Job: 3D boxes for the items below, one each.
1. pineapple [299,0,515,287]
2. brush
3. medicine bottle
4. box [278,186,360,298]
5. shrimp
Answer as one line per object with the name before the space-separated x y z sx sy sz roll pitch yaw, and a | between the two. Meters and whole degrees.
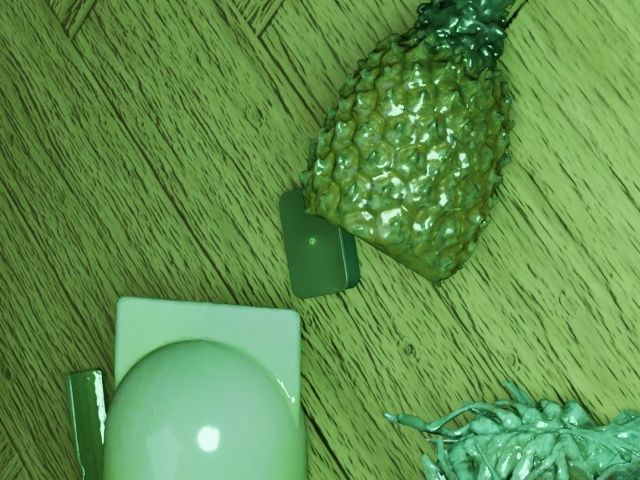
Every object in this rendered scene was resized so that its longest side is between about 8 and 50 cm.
pineapple | 0.122 -0.154 1.601 0.202 0.202 0.362 33 105 37
brush | -0.297 0.311 2.127 0.048 0.054 0.282 -11 85 63
medicine bottle | -0.131 0.269 1.836 0.236 0.236 0.406 9 101 43
box | 0.000 0.000 1.828 0.091 0.031 0.126 -14 83 43
shrimp | 0.219 0.200 1.551 0.410 0.221 0.166 -12 113 26
